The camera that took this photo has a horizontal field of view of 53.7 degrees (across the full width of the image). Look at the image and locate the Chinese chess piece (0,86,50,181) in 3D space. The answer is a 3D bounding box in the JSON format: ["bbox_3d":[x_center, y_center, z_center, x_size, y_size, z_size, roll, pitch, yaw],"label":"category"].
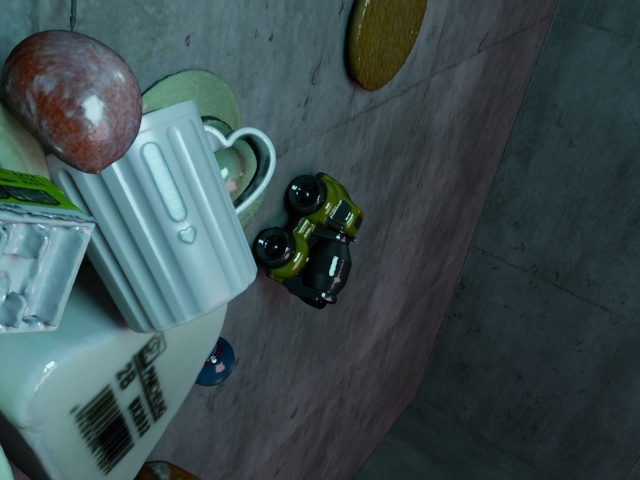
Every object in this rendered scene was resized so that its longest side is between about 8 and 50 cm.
[{"bbox_3d":[-0.336,-0.029,0.492,0.250,0.101,0.250,-46,151,-34],"label":"Chinese chess piece"}]

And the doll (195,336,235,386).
[{"bbox_3d":[-0.195,0.191,1.067,0.114,0.085,0.152,-62,150,-30],"label":"doll"}]

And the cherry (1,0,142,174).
[{"bbox_3d":[-0.212,-0.153,0.515,0.090,0.225,0.107,-35,161,32],"label":"cherry"}]

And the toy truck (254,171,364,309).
[{"bbox_3d":[0.000,0.000,1.150,0.224,0.165,0.147,-60,157,-5],"label":"toy truck"}]

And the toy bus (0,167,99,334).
[{"bbox_3d":[-0.275,0.001,0.351,0.301,0.139,0.113,5,112,-57],"label":"toy bus"}]

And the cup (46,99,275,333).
[{"bbox_3d":[-0.145,-0.033,0.655,0.167,0.221,0.202,-103,171,-77],"label":"cup"}]

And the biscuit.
[{"bbox_3d":[0.120,-0.396,1.128,0.262,0.037,0.262,-46,152,-33],"label":"biscuit"}]

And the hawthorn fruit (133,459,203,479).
[{"bbox_3d":[-0.278,0.494,0.991,0.284,0.284,0.284,-46,153,-33],"label":"hawthorn fruit"}]

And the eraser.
[{"bbox_3d":[-0.284,0.154,0.745,0.331,0.150,0.331,-44,150,-35],"label":"eraser"}]

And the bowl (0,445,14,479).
[{"bbox_3d":[-0.391,0.222,0.485,0.145,0.277,0.277,-40,158,6],"label":"bowl"}]

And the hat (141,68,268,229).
[{"bbox_3d":[-0.142,-0.077,0.812,0.257,0.130,0.257,-45,152,-33],"label":"hat"}]
